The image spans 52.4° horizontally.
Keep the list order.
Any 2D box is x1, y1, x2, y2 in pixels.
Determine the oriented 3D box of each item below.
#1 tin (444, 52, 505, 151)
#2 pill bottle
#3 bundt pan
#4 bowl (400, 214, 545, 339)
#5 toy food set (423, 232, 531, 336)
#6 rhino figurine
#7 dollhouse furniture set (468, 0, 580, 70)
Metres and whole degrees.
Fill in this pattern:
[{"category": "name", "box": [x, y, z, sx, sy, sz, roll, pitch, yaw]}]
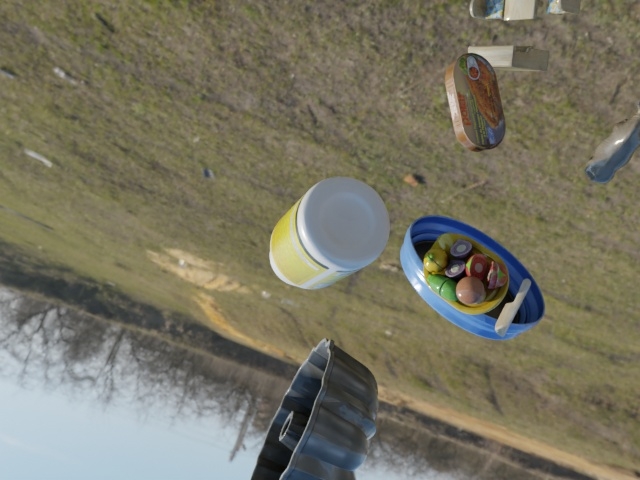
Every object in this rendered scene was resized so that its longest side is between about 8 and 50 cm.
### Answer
[{"category": "tin", "box": [0.296, -0.264, 1.253, 0.106, 0.189, 0.040, -9, 178, -30]}, {"category": "pill bottle", "box": [0.000, 0.000, 1.386, 0.188, 0.187, 0.334, 24, 159, -12]}, {"category": "bundt pan", "box": [-0.005, 0.340, 1.104, 0.124, 0.330, 0.331, 27, 168, -5]}, {"category": "bowl", "box": [0.376, 0.091, 1.638, 0.391, 0.077, 0.391, 21, -147, -15]}, {"category": "toy food set", "box": [0.271, 0.065, 1.199, 0.218, 0.128, 0.071, 36, -175, 36]}, {"category": "rhino figurine", "box": [0.656, -0.221, 1.397, 0.073, 0.243, 0.106, 39, -144, 15]}, {"category": "dollhouse furniture set", "box": [0.410, -0.486, 1.373, 0.161, 0.242, 0.212, -10, -163, -43]}]
